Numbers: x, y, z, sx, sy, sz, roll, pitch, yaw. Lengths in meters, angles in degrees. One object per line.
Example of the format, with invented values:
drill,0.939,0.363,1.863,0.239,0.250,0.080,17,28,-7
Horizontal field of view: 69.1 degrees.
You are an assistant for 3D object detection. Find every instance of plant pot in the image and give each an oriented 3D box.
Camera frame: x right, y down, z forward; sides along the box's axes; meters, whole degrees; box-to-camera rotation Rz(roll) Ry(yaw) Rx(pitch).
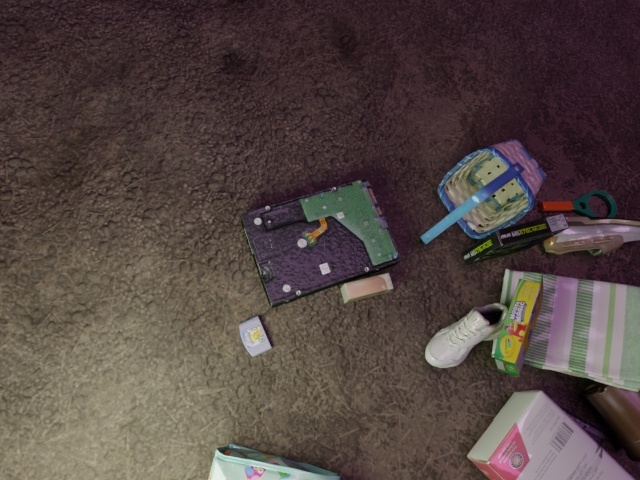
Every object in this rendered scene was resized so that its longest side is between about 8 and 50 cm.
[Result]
plant pot,0.724,0.390,1.083,0.167,0.167,0.165,-35,73,-17

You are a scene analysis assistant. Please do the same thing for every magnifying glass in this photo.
magnifying glass,0.725,-0.096,1.307,0.230,0.026,0.092,-1,73,-11

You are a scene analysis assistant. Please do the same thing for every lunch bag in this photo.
lunch bag,-0.100,0.539,0.901,0.262,0.160,0.224,12,70,1

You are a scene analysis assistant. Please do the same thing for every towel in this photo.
towel,0.595,0.200,1.110,0.324,0.038,0.248,8,67,24

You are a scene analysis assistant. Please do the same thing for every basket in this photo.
basket,0.395,-0.109,1.136,0.288,0.255,0.201,-29,81,-28

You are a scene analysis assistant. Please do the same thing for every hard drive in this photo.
hard drive,0.000,0.000,1.139,0.338,0.064,0.237,-19,76,-13

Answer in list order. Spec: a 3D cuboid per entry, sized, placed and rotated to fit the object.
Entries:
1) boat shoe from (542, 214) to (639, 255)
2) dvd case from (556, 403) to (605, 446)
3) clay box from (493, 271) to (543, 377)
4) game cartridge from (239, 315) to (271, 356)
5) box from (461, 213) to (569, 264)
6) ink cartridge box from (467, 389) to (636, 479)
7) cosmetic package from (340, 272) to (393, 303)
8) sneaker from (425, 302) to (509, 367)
boat shoe,0.741,-0.011,1.241,0.301,0.113,0.104,2,96,3
dvd case,0.562,0.511,1.086,0.164,0.018,0.221,28,70,1
clay box,0.460,0.188,1.066,0.053,0.127,0.222,14,68,32
game cartridge,-0.153,0.222,1.069,0.055,0.017,0.083,-24,77,-12
box,0.476,0.001,1.150,0.190,0.184,0.045,-13,77,-12
ink cartridge box,0.501,0.503,1.007,0.283,0.117,0.207,45,72,8
cosmetic package,0.111,0.115,1.121,0.115,0.060,0.041,-13,75,-11
sneaker,0.342,0.208,1.086,0.232,0.115,0.090,-30,56,-13
